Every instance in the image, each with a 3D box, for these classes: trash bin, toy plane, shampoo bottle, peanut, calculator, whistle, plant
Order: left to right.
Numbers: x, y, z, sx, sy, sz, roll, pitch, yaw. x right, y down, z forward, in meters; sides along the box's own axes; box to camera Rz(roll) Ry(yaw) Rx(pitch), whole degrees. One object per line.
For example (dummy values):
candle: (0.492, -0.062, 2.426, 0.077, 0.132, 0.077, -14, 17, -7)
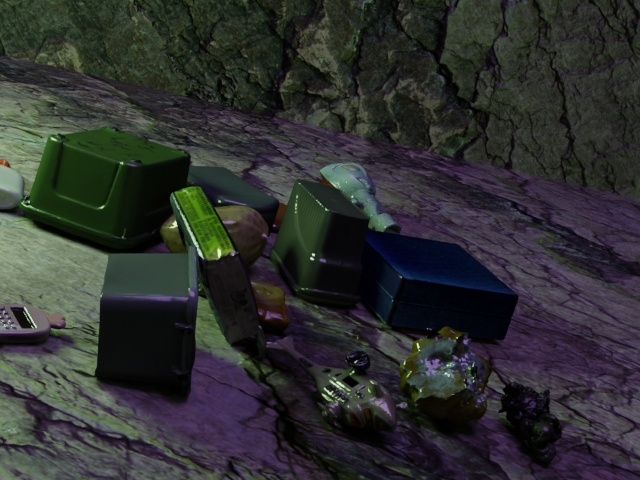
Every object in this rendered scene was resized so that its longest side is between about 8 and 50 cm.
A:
shampoo bottle: (-0.641, -0.117, 2.040, 0.108, 0.051, 0.221, 9, 17, -16)
calculator: (-0.444, 0.117, 1.466, 0.166, 0.024, 0.103, 4, 19, -31)
peanut: (-0.198, -0.006, 1.959, 0.224, 0.129, 0.129, -1, 22, -30)
trash bin: (-0.205, -0.078, 2.215, 0.177, 0.101, 0.236, -5, 30, -45)
toy plane: (0.010, 0.205, 1.516, 0.108, 0.092, 0.286, -24, 37, -28)
whistle: (0.098, -0.099, 2.611, 0.142, 0.134, 0.346, 56, -3, -41)
plant: (0.328, 0.276, 1.587, 0.087, 0.085, 0.174, -24, 22, 3)

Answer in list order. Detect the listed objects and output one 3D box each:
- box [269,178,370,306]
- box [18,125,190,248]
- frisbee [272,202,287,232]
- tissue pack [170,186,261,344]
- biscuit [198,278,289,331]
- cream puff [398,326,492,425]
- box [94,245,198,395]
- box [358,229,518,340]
box: (0.000, 0.000, 2.035, 0.138, 0.178, 0.274, 9, 16, -23)
box: (-0.405, -0.114, 2.032, 0.253, 0.177, 0.329, 20, 16, 9)
frisbee: (-0.132, -0.065, 2.435, 0.251, 0.021, 0.251, 14, 14, -4)
tissue pack: (-0.172, 0.036, 1.687, 0.073, 0.173, 0.235, -21, 36, -9)
biscuit: (-0.138, 0.103, 1.795, 0.174, 0.039, 0.183, 13, 14, -13)
cream puff: (0.197, 0.220, 1.594, 0.121, 0.156, 0.156, -24, 0, 22)
box: (-0.246, 0.107, 1.472, 0.135, 0.163, 0.243, 4, 18, -8)
box: (0.209, 0.086, 2.055, 0.261, 0.116, 0.279, 11, 16, -23)
